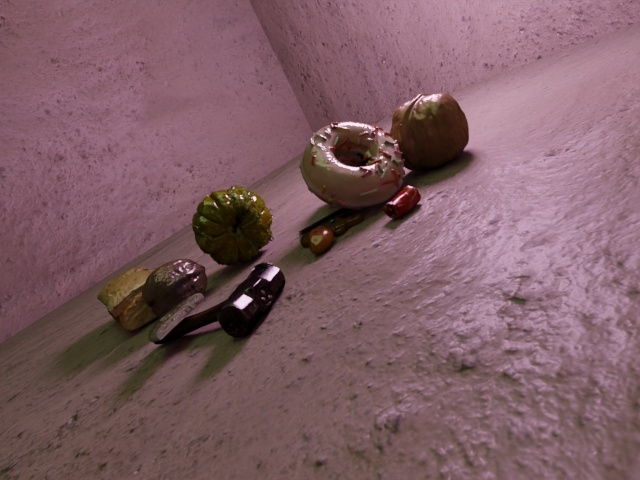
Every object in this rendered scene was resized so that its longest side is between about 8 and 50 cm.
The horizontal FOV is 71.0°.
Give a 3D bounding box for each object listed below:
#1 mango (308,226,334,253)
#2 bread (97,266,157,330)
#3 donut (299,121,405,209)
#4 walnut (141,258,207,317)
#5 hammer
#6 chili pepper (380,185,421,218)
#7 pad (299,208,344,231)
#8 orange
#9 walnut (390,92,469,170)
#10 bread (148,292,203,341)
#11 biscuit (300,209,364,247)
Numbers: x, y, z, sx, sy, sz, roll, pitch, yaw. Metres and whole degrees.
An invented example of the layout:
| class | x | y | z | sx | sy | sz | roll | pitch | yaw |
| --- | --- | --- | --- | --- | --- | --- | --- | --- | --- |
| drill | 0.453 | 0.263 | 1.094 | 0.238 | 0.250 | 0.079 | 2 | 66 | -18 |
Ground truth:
| class | x | y | z | sx | sy | sz | roll | pitch | yaw |
| --- | --- | --- | --- | --- | --- | --- | --- | --- | --- |
| mango | 0.000 | 0.000 | 1.417 | 0.080 | 0.060 | 0.114 | 0 | 32 | 26 |
| bread | -0.690 | 0.202 | 1.693 | 0.236 | 0.165 | 0.375 | -40 | 21 | -25 |
| donut | 0.116 | -0.277 | 1.580 | 0.383 | 0.142 | 0.382 | 2 | 55 | -2 |
| walnut | -0.483 | 0.152 | 1.513 | 0.230 | 0.178 | 0.178 | -37 | 19 | -34 |
| hammer | -0.302 | 0.211 | 1.248 | 0.409 | 0.095 | 0.242 | -25 | 16 | 25 |
| chili pepper | 0.253 | -0.117 | 1.370 | 0.123 | 0.073 | 0.070 | -37 | 61 | -22 |
| pad | 0.035 | -0.092 | 1.673 | 0.245 | 0.006 | 0.170 | -30 | 6 | -10 |
| orange | -0.331 | -0.065 | 1.688 | 0.301 | 0.300 | 0.223 | -47 | 28 | -4 |
| walnut | 0.400 | -0.405 | 1.663 | 0.285 | 0.285 | 0.296 | -37 | 25 | -28 |
| bread | -0.420 | 0.216 | 1.252 | 0.112 | 0.036 | 0.193 | -25 | 16 | 37 |
| biscuit | 0.036 | -0.045 | 1.542 | 0.236 | 0.039 | 0.180 | -29 | 18 | 1 |
